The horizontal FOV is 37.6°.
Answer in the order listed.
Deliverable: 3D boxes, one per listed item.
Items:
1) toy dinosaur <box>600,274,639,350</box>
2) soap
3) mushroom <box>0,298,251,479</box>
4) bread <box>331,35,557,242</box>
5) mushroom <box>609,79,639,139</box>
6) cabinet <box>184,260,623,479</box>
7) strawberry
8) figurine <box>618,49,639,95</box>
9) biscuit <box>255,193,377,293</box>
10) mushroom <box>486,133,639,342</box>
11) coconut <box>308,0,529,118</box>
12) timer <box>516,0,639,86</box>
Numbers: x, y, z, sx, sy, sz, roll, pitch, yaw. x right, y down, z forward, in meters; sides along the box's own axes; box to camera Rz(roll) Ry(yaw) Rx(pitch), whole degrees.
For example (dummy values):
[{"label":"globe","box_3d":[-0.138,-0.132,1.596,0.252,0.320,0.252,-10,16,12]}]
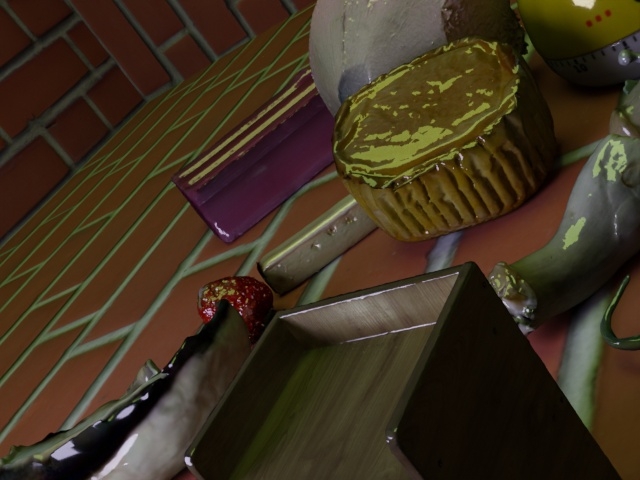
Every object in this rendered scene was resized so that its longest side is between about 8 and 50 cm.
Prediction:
[{"label":"toy dinosaur","box_3d":[0.372,-0.008,0.662,0.363,0.076,0.147,-32,0,8]},{"label":"soap","box_3d":[-0.089,-0.168,1.719,0.359,0.128,0.233,-39,21,-6]},{"label":"mushroom","box_3d":[-0.210,0.214,1.081,0.344,0.130,0.247,-35,3,1]},{"label":"bread","box_3d":[0.148,-0.121,1.130,0.253,0.142,0.227,-20,40,16]},{"label":"mushroom","box_3d":[0.410,-0.172,0.935,0.270,0.103,0.118,-27,34,42]},{"label":"cabinet","box_3d":[0.061,0.156,0.602,0.175,0.215,0.148,-17,29,41]},{"label":"strawberry","box_3d":[-0.112,0.087,1.230,0.106,0.106,0.106,-32,20,13]},{"label":"figurine","box_3d":[0.383,-0.189,1.036,0.086,0.082,0.094,-20,25,-28]},{"label":"biscuit","box_3d":[0.000,0.000,1.292,0.188,0.056,0.052,-35,19,1]},{"label":"mushroom","box_3d":[0.233,0.004,0.845,0.223,0.092,0.081,-46,37,-5]},{"label":"coconut","box_3d":[0.133,-0.268,1.341,0.297,0.297,0.309,-15,26,47]},{"label":"timer","box_3d":[0.358,-0.361,1.189,0.285,0.285,0.285,-32,20,13]}]
